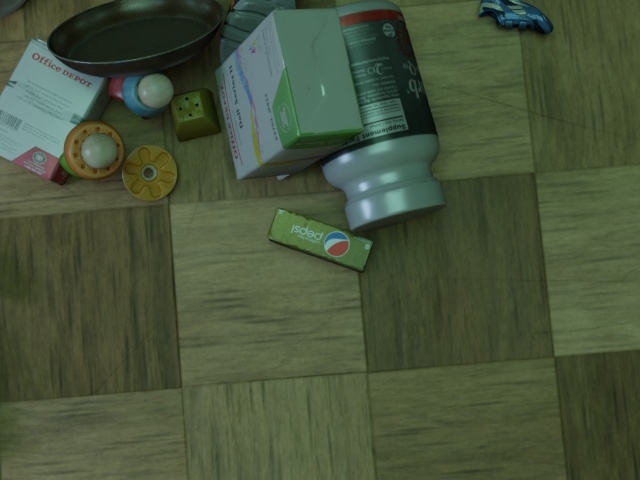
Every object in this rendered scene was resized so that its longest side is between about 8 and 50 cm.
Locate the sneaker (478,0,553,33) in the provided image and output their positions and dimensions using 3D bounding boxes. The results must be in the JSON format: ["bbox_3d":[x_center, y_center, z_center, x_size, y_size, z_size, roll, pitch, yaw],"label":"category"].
[{"bbox_3d":[0.353,-0.405,1.888,0.144,0.053,0.059,30,85,13],"label":"sneaker"}]

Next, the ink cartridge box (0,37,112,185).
[{"bbox_3d":[-0.491,-0.231,1.874,0.159,0.092,0.217,27,87,4],"label":"ink cartridge box"}]

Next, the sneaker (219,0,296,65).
[{"bbox_3d":[-0.105,-0.463,1.879,0.125,0.180,0.321,14,118,-24],"label":"sneaker"}]

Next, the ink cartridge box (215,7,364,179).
[{"bbox_3d":[-0.073,-0.224,1.724,0.119,0.353,0.207,-9,83,-25],"label":"ink cartridge box"}]

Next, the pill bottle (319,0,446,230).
[{"bbox_3d":[0.086,-0.210,1.796,0.210,0.210,0.362,-15,85,0],"label":"pill bottle"}]

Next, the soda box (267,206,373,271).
[{"bbox_3d":[0.000,0.000,1.852,0.181,0.058,0.061,19,85,4],"label":"soda box"}]

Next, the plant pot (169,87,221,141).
[{"bbox_3d":[-0.231,-0.233,1.870,0.081,0.083,0.081,-13,83,0],"label":"plant pot"}]

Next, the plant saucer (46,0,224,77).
[{"bbox_3d":[-0.319,-0.356,1.815,0.311,0.310,0.050,-7,123,1],"label":"plant saucer"}]

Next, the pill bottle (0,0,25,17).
[{"bbox_3d":[-0.636,-0.516,1.893,0.216,0.121,0.121,42,87,5],"label":"pill bottle"}]

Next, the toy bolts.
[{"bbox_3d":[-0.310,-0.184,1.792,0.218,0.158,0.228,29,83,-24],"label":"toy bolts"}]
